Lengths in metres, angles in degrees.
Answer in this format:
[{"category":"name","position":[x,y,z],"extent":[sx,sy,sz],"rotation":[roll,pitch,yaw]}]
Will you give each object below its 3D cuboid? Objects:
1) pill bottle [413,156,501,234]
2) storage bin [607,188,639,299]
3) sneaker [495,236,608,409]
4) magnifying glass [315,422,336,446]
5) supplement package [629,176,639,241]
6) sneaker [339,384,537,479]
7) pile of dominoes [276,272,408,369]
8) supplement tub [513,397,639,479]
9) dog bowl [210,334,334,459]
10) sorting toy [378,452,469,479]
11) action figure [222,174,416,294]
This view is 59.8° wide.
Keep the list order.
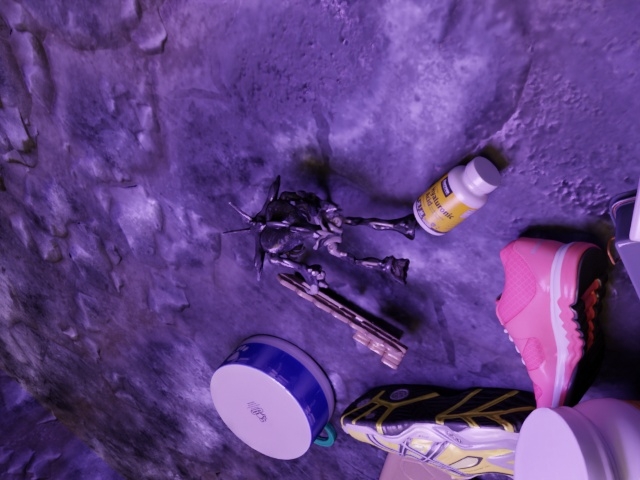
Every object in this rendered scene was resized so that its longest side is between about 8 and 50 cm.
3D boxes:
[{"category":"pill bottle","position":[0.185,-0.061,0.755],"extent":[0.065,0.065,0.116],"rotation":[44,135,-2]},{"category":"storage bin","position":[0.390,0.017,0.654],"extent":[0.098,0.091,0.135],"rotation":[-17,111,42]},{"category":"sneaker","position":[0.320,0.123,0.796],"extent":[0.136,0.116,0.313],"rotation":[21,132,43]},{"category":"magnifying glass","position":[-0.066,0.416,1.330],"extent":[0.231,0.026,0.092],"rotation":[25,133,15]},{"category":"supplement package","position":[0.357,-0.129,0.419],"extent":[0.175,0.293,0.177],"rotation":[13,129,28]},{"category":"sneaker","position":[0.199,0.355,0.997],"extent":[0.385,0.145,0.147],"rotation":[-7,106,40]},{"category":"pile of dominoes","position":[0.029,0.133,0.941],"extent":[0.251,0.196,0.040],"rotation":[30,90,12]},{"category":"supplement tub","position":[0.428,0.316,0.684],"extent":[0.317,0.228,0.228],"rotation":[5,131,-4]},{"category":"dog bowl","position":[-0.109,0.346,1.227],"extent":[0.265,0.104,0.264],"rotation":[16,124,24]},{"category":"sorting toy","position":[0.246,0.498,1.167],"extent":[0.229,0.041,0.307],"rotation":[27,134,21]},{"category":"action figure","position":[0.000,0.000,0.841],"extent":[0.276,0.164,0.141],"rotation":[10,165,11]}]
